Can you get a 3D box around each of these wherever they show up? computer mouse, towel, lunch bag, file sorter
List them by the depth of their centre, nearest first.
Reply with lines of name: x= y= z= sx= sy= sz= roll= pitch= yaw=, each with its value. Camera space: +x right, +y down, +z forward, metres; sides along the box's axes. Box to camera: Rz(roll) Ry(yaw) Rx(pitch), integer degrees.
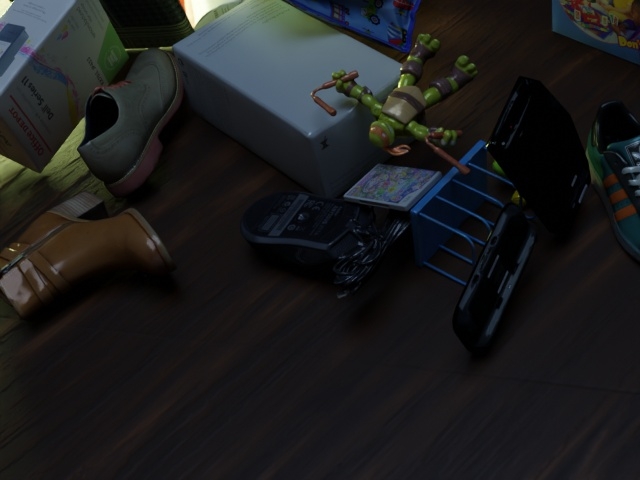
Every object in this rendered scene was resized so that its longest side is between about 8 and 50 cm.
file sorter: x=0.223 y=-0.035 z=1.524 sx=0.104 sy=0.118 sz=0.170 roll=29 pitch=59 yaw=31
computer mouse: x=0.000 y=0.000 z=1.562 sx=0.272 sy=0.072 sz=0.188 roll=13 pitch=50 yaw=37
lunch bag: x=-0.003 y=-0.429 z=1.798 sx=0.293 sy=0.138 sz=0.221 roll=6 pitch=22 yaw=-24
towel: x=-0.419 y=-0.449 z=1.950 sx=0.324 sy=0.312 sz=0.056 roll=0 pitch=70 yaw=13

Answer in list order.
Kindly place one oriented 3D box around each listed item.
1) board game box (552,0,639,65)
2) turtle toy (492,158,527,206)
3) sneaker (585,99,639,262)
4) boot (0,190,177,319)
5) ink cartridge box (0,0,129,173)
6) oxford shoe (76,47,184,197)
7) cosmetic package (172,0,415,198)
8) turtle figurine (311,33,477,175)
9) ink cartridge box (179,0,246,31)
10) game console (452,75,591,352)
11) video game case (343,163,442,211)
board game box: x=0.534 y=-0.396 z=1.714 sx=0.078 sy=0.233 sz=0.347 roll=-40 pitch=51 yaw=-23
turtle toy: x=0.321 y=-0.099 z=1.596 sx=0.130 sy=0.066 sz=0.095 roll=15 pitch=52 yaw=26
sneaker: x=0.455 y=-0.080 z=1.507 sx=0.108 sy=0.121 sz=0.302 roll=-18 pitch=45 yaw=-3
boot: x=-0.369 y=0.036 z=1.602 sx=0.283 sy=0.109 sz=0.220 roll=28 pitch=57 yaw=36
ink cartridge box: x=-0.502 y=-0.264 z=1.830 sx=0.119 sy=0.207 sz=0.353 roll=23 pitch=69 yaw=23
oxford shoe: x=-0.326 y=-0.237 z=1.823 sx=0.123 sy=0.130 sz=0.348 roll=-25 pitch=39 yaw=26
cosmetic package: x=-0.045 y=-0.249 z=1.772 sx=0.217 sy=0.156 sz=0.385 roll=-35 pitch=50 yaw=-20
turtle figurine: x=0.141 y=-0.197 z=1.574 sx=0.269 sy=0.087 sz=0.217 roll=29 pitch=60 yaw=22
ink cartridge box: x=-0.236 y=-0.492 z=2.122 sx=0.232 sy=0.066 sz=0.189 roll=-12 pitch=45 yaw=-3
game console: x=0.260 y=-0.026 z=1.436 sx=0.044 sy=0.213 sz=0.361 roll=9 pitch=64 yaw=43
video game case: x=0.103 y=-0.078 z=1.528 sx=0.122 sy=0.011 sz=0.087 roll=12 pitch=45 yaw=45
